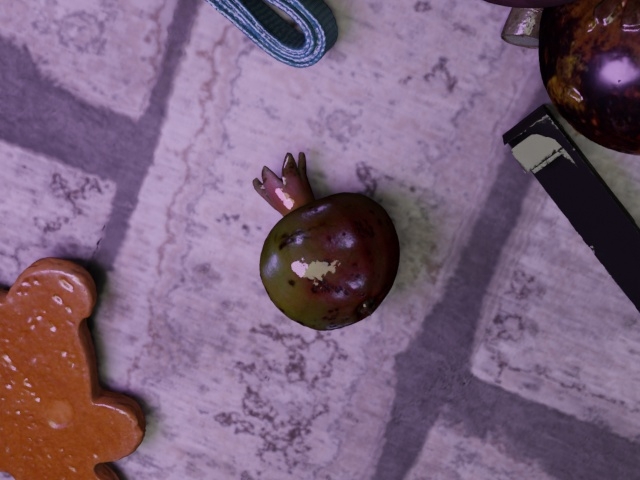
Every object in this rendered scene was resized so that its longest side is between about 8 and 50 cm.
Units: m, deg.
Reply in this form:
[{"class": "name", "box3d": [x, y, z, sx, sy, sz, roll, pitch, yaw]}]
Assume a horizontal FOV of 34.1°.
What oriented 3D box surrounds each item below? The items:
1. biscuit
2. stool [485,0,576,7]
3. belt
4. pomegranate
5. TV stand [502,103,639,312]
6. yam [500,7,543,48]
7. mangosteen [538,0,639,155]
[{"class": "biscuit", "box3d": [-0.279, 0.176, 1.060, 0.205, 0.049, 0.324, -11, 107, 13]}, {"class": "stool", "box3d": [0.123, -0.306, 0.704, 0.272, 0.178, 0.272, -4, 84, 43]}, {"class": "belt", "box3d": [-0.056, -0.227, 0.882, 0.179, 0.065, 0.100, 31, 120, -4]}, {"class": "pomegranate", "box3d": [0.007, 0.000, 0.933, 0.129, 0.129, 0.159, -13, 64, 12]}, {"class": "TV stand", "box3d": [0.257, -0.004, 0.926, 0.049, 0.040, 0.256, -36, 101, 18]}, {"class": "yam", "box3d": [0.184, -0.202, 0.865, 0.043, 0.043, 0.094, 21, 109, 0]}, {"class": "mangosteen", "box3d": [0.277, -0.148, 0.812, 0.192, 0.192, 0.217, -40, 141, 18]}]
